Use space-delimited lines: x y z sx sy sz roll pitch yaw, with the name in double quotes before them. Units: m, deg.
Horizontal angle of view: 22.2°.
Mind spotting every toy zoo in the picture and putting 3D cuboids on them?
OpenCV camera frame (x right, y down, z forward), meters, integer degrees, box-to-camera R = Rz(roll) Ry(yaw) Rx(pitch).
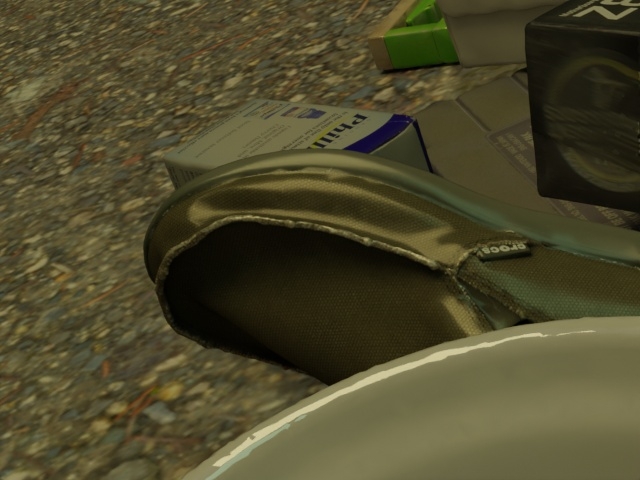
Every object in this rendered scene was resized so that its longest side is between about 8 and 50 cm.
"toy zoo" 0.201 -0.195 1.197 0.293 0.030 0.192 -4 30 32

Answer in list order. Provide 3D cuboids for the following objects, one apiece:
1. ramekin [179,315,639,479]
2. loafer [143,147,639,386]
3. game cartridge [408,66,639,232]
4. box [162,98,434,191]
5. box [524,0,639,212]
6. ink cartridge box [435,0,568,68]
"ramekin" 0.060 0.154 0.492 0.277 0.135 0.277 -17 25 8
"loafer" 0.045 0.032 0.631 0.251 0.094 0.087 8 43 13
"game cartridge" 0.190 -0.027 0.844 0.230 0.068 0.355 -26 25 -1
"box" 0.000 0.000 0.855 0.072 0.126 0.137 -35 29 -30
"box" 0.331 -0.107 0.738 0.318 0.097 0.395 14 33 38
"ink cartridge box" 0.189 -0.226 0.985 0.233 0.168 0.171 -30 16 -27
